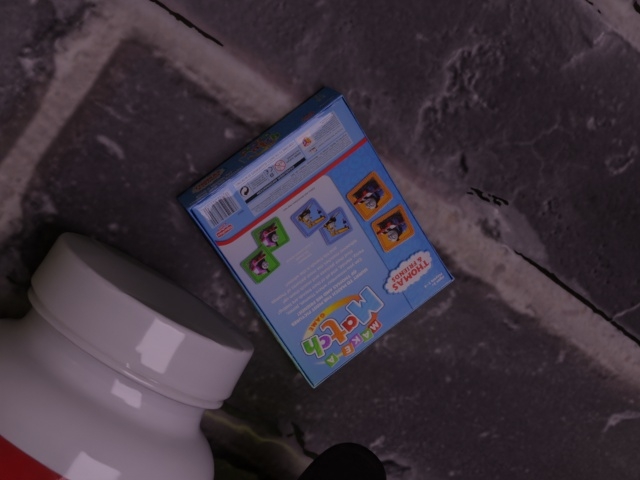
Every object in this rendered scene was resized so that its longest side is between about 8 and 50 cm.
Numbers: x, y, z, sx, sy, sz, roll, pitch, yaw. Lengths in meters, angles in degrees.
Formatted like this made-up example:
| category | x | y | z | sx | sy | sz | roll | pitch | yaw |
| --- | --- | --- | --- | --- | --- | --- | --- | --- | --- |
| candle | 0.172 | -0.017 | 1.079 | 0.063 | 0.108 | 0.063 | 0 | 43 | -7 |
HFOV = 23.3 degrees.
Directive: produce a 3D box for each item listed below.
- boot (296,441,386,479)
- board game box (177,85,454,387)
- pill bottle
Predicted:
| category | x | y | z | sx | sy | sz | roll | pitch | yaw |
| --- | --- | --- | --- | --- | --- | --- | --- | --- | --- |
| boot | -0.060 | 0.300 | 1.286 | 0.264 | 0.096 | 0.280 | -48 | 166 | -25 |
| board game box | 0.000 | 0.000 | 1.322 | 0.160 | 0.039 | 0.211 | -37 | 118 | -7 |
| pill bottle | -0.228 | 0.210 | 1.189 | 0.229 | 0.229 | 0.407 | 29 | 95 | -29 |
